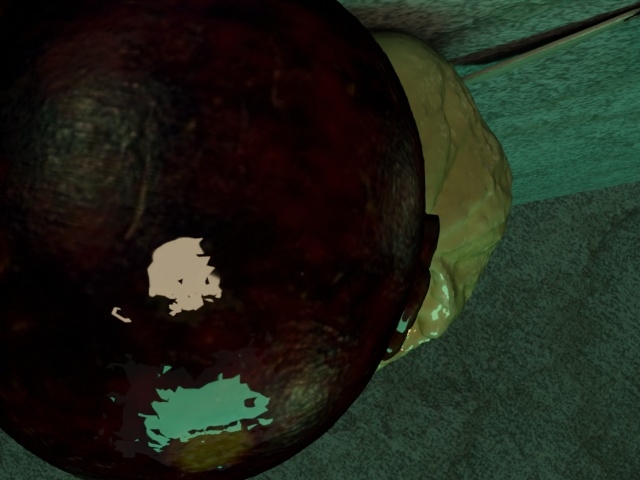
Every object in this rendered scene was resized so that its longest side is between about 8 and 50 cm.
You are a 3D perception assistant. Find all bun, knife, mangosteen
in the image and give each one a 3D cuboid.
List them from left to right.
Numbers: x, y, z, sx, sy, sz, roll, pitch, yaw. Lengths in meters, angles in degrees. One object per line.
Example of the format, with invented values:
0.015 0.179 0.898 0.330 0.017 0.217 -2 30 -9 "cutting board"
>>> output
-0.113 -0.020 0.628 0.359 0.306 0.306 14 171 -8 "mangosteen"
0.000 0.000 0.935 0.352 0.227 0.349 -38 145 26 "bun"
0.156 -0.154 1.061 0.335 0.043 0.081 -17 -179 19 "knife"
